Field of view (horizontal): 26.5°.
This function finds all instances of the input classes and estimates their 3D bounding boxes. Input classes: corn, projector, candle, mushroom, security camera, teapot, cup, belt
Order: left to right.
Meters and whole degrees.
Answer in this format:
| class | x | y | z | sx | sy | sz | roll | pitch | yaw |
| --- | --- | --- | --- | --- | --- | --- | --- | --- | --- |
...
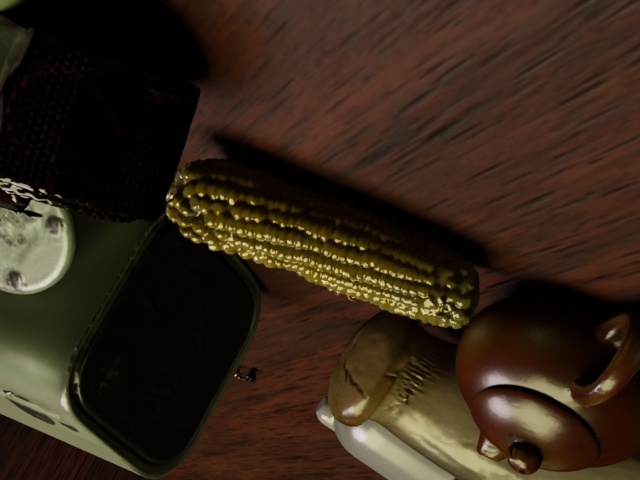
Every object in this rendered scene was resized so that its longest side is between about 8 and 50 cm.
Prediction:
| class | x | y | z | sx | sy | sz | roll | pitch | yaw |
| --- | --- | --- | --- | --- | --- | --- | --- | --- | --- |
| security camera | -0.342 | -0.078 | 1.303 | 0.301 | 0.080 | 0.157 | 43 | 124 | 3 |
| belt | -0.243 | -0.095 | 1.074 | 0.289 | 0.164 | 0.184 | 20 | -174 | 30 |
| projector | -0.247 | 0.078 | 1.440 | 0.249 | 0.248 | 0.248 | 16 | 158 | 32 |
| candle | -0.146 | 0.176 | 1.894 | 0.167 | 0.021 | 0.026 | 12 | 134 | 42 |
| corn | 0.000 | 0.000 | 1.154 | 0.288 | 0.087 | 0.086 | 21 | 160 | 15 |
| cup | 0.085 | 0.165 | 1.428 | 0.142 | 0.173 | 0.134 | 34 | 129 | -10 |
| mushroom | 0.205 | 0.195 | 1.296 | 0.407 | 0.138 | 0.154 | 27 | 172 | -11 |
| teapot | 0.198 | 0.129 | 1.118 | 0.178 | 0.135 | 0.252 | 29 | 152 | -6 |

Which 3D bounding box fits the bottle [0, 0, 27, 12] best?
| class | x | y | z | sx | sy | sz | roll | pitch | yaw |
| --- | --- | --- | --- | --- | --- | --- | --- | --- | --- |
| bottle | -0.224 | -0.226 | 0.910 | 0.072 | 0.072 | 0.201 | 29 | 160 | -1 |
